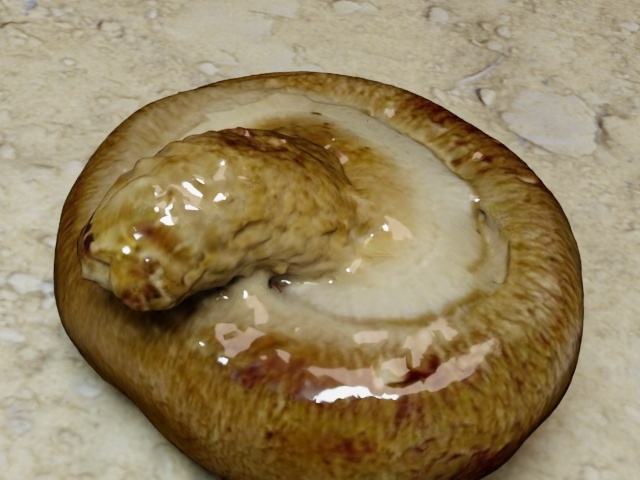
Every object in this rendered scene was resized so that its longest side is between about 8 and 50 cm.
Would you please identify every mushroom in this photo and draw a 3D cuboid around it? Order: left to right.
[{"bbox_3d":[-0.003,0.018,0.832,0.345,0.239,0.345,17,50,-21],"label":"mushroom"}]
